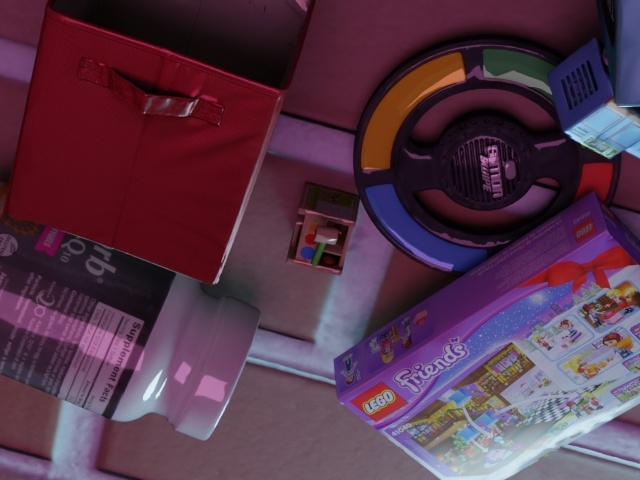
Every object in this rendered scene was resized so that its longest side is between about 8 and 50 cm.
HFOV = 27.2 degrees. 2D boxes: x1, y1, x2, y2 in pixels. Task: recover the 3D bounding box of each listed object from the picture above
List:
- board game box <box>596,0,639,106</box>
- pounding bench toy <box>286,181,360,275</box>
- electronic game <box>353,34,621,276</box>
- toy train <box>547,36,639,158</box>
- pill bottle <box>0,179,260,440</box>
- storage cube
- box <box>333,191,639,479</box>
[{"bbox_3d":[0.228,-0.293,0.880,0.079,0.254,0.336,-1,119,8],"label":"board game box"},{"bbox_3d":[0.000,0.000,1.171,0.052,0.083,0.065,14,119,-1],"label":"pounding bench toy"},{"bbox_3d":[0.142,-0.067,1.136,0.229,0.048,0.229,3,119,5],"label":"electronic game"},{"bbox_3d":[0.270,-0.106,1.051,0.184,0.080,0.105,21,138,-37],"label":"toy train"},{"bbox_3d":[-0.206,0.067,1.191,0.278,0.162,0.162,23,119,-7],"label":"pill bottle"},{"bbox_3d":[-0.126,-0.113,1.054,0.183,0.215,0.193,19,126,-4],"label":"storage cube"},{"bbox_3d":[0.186,0.105,1.198,0.293,0.057,0.201,-34,124,23],"label":"box"}]
